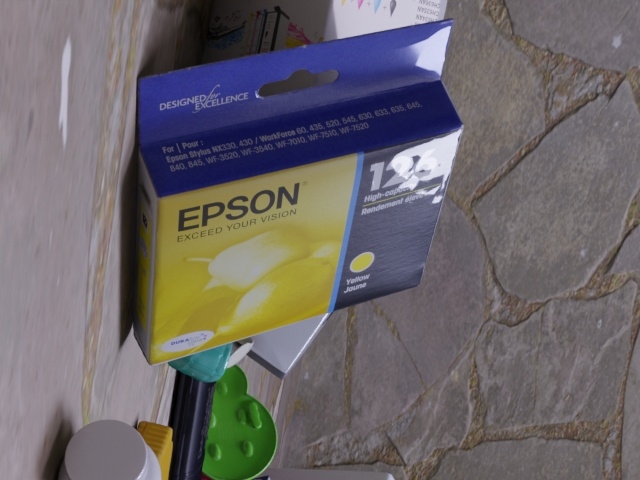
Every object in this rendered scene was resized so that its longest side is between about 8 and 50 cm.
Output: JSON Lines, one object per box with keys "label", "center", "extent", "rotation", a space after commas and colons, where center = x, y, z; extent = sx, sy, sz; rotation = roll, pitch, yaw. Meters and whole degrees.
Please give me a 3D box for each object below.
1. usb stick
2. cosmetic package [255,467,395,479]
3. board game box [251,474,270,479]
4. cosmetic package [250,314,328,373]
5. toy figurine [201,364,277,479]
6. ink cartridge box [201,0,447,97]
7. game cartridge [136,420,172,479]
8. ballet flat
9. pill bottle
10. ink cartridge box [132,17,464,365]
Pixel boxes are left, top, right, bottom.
{"label": "usb stick", "center": [-0.164, 0.229, 1.710], "extent": [0.077, 0.045, 0.278], "rotation": [-52, 156, -65]}
{"label": "cosmetic package", "center": [-0.009, 0.577, 2.045], "extent": [0.393, 0.327, 0.329], "rotation": [60, 36, -45]}
{"label": "board game box", "center": [-0.143, 0.383, 1.823], "extent": [0.201, 0.136, 0.035], "rotation": [-66, 142, -76]}
{"label": "cosmetic package", "center": [0.012, 0.050, 2.251], "extent": [0.377, 0.097, 0.284], "rotation": [-55, 179, -7]}
{"label": "toy figurine", "center": [-0.145, 0.272, 1.892], "extent": [0.159, 0.130, 0.173], "rotation": [124, -42, -61]}
{"label": "ink cartridge box", "center": [0.003, -0.200, 1.357], "extent": [0.171, 0.168, 0.232], "rotation": [4, 101, -46]}
{"label": "game cartridge", "center": [-0.220, 0.376, 1.378], "extent": [0.323, 0.053, 0.285], "rotation": [-75, 176, -67]}
{"label": "ballet flat", "center": [-0.116, 0.096, 1.598], "extent": [0.083, 0.087, 0.247], "rotation": [-49, -172, 25]}
{"label": "pill bottle", "center": [-0.177, 0.216, 1.150], "extent": [0.160, 0.087, 0.087], "rotation": [98, 6, -56]}
{"label": "ink cartridge box", "center": [-0.021, -0.040, 1.243], "extent": [0.072, 0.304, 0.307], "rotation": [59, -27, 35]}
